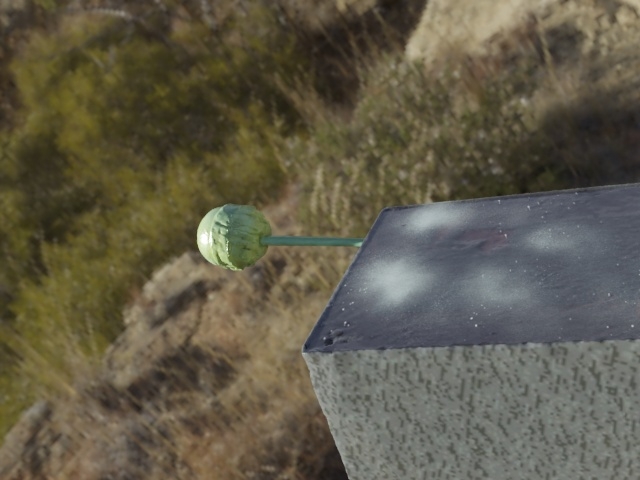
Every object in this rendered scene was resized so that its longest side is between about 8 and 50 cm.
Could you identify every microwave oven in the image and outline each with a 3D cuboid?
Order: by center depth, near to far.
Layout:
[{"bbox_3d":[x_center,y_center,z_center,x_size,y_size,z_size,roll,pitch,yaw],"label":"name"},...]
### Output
[{"bbox_3d":[0.259,0.145,1.045,0.432,0.374,0.236,-5,32,28],"label":"microwave oven"}]

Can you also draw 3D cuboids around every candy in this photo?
[{"bbox_3d":[0.000,0.000,1.506,0.336,0.093,0.092,3,56,19],"label":"candy"}]
